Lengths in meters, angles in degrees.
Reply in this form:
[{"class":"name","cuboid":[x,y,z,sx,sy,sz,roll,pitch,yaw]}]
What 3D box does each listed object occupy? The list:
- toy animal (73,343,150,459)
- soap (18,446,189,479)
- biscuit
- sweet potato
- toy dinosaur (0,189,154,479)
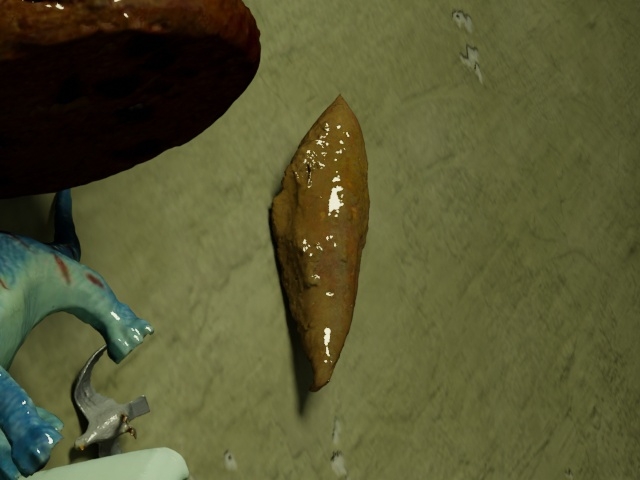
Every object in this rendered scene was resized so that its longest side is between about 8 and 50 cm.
[{"class":"toy animal","cuboid":[-0.107,0.097,0.895,0.050,0.028,0.084,-36,109,-71]},{"class":"soap","cuboid":[-0.127,0.176,0.716,0.067,0.119,0.198,65,28,-23]},{"class":"biscuit","cuboid":[-0.116,-0.071,0.787,0.192,0.192,0.049,5,62,-63]},{"class":"sweet potato","cuboid":[0.000,0.000,1.131,0.068,0.060,0.206,8,67,-22]},{"class":"toy dinosaur","cuboid":[-0.152,0.047,0.774,0.144,0.076,0.329,45,26,9]}]
